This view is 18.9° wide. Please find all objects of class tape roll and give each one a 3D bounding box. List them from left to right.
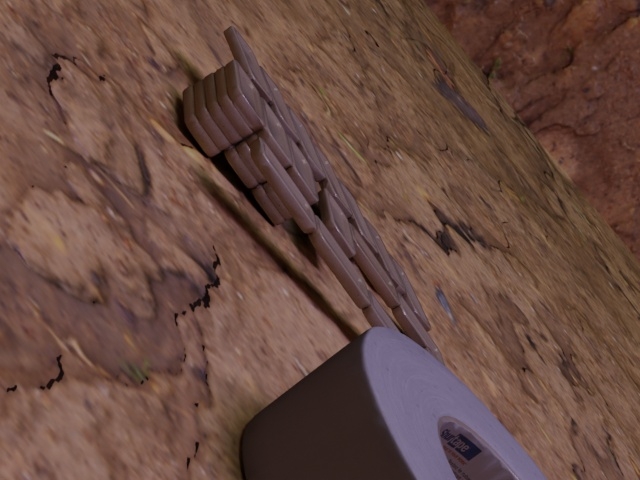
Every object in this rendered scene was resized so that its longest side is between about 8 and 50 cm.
[{"bbox_3d":[0.062,0.145,0.857,0.219,0.072,0.219,48,13,-14],"label":"tape roll"}]

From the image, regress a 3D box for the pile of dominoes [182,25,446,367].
[{"bbox_3d":[0.000,0.000,1.186,0.251,0.040,0.196,55,9,-24],"label":"pile of dominoes"}]
